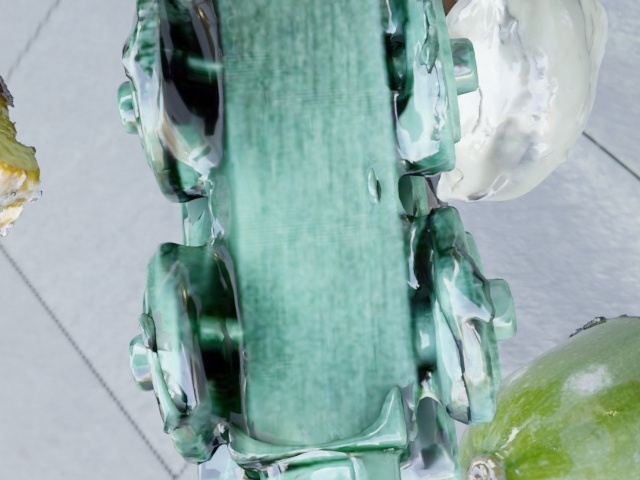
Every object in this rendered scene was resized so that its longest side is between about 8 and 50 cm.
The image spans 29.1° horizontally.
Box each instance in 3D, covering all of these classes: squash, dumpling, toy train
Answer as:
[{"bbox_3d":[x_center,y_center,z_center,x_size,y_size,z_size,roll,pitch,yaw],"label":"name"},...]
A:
[{"bbox_3d":[0.298,0.268,1.381,0.310,0.309,0.310,15,114,38],"label":"squash"},{"bbox_3d":[0.228,-0.166,1.275,0.187,0.243,0.318,49,142,35],"label":"dumpling"},{"bbox_3d":[0.000,0.000,0.600,0.167,0.238,0.299,-5,75,3],"label":"toy train"}]

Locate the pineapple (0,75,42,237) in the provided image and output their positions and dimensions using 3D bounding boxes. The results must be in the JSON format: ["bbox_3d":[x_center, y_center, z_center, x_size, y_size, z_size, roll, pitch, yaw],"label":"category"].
[{"bbox_3d":[-0.242,-0.063,0.670,0.135,0.079,0.233,-48,52,21],"label":"pineapple"}]

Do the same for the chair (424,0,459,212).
[{"bbox_3d":[0.107,-0.160,1.394,0.416,0.203,0.240,-14,51,18],"label":"chair"}]
